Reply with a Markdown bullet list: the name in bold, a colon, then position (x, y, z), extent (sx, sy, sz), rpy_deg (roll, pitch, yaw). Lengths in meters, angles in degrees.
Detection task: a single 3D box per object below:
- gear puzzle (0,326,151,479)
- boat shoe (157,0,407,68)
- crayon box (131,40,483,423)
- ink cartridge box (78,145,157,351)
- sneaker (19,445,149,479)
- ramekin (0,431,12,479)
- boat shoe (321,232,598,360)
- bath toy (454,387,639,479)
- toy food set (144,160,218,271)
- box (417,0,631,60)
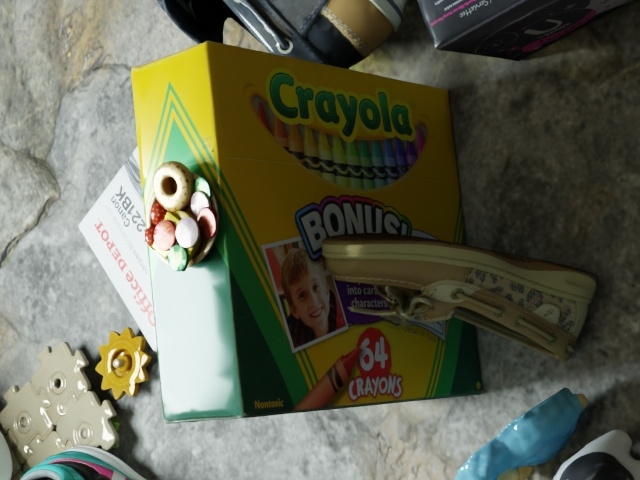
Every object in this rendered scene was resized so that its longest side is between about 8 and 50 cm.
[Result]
- **gear puzzle**: position (-0.316, 0.226, 1.767), extent (0.339, 0.044, 0.175), rpy_deg (-48, 59, 24)
- **boat shoe**: position (-0.126, -0.303, 1.526), extent (0.500, 0.187, 0.156), rpy_deg (35, 89, 35)
- **crayon box**: position (0.000, 0.000, 1.315), extent (0.106, 0.363, 0.313), rpy_deg (-10, 82, 38)
- **ink cartridge box**: position (-0.122, -0.034, 1.572), extent (0.273, 0.114, 0.197), rpy_deg (-50, 61, 27)
- **sneaker**: position (-0.228, 0.317, 1.581), extent (0.295, 0.178, 0.124), rpy_deg (15, 103, 27)
- **ramekin**: position (-0.510, 0.266, 1.720), extent (0.135, 0.277, 0.277), rpy_deg (-51, 59, 12)
- **boat shoe**: position (0.128, 0.049, 1.263), extent (0.104, 0.285, 0.089), rpy_deg (12, 92, 63)
- **bath toy**: position (0.274, 0.296, 1.236), extent (0.348, 0.129, 0.151), rpy_deg (46, 149, 31)
- **toy food set**: position (-0.115, -0.018, 1.161), extent (0.082, 0.020, 0.083), rpy_deg (36, 109, 33)
- **box**: position (0.219, -0.277, 1.281), extent (0.247, 0.163, 0.142), rpy_deg (-25, 77, 35)
